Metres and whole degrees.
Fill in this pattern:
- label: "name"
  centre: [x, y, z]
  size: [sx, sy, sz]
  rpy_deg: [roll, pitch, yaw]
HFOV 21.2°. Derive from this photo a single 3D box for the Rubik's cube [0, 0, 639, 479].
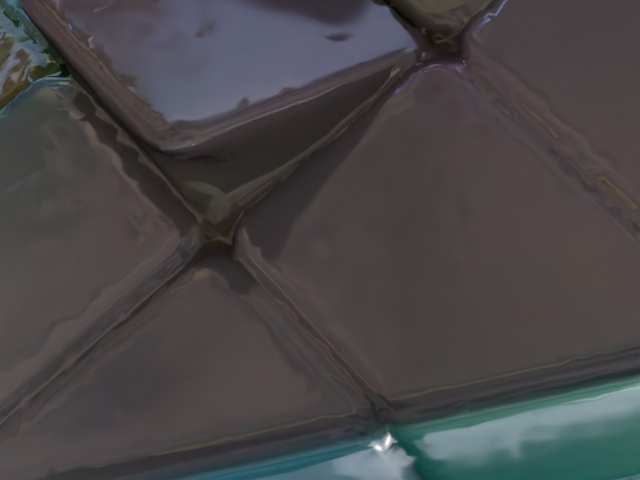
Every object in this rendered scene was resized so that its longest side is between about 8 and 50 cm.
- label: "Rubik's cube"
  centre: [0.000, 0.000, 0.651]
  size: [0.387, 0.358, 0.368]
  rpy_deg: [-11, -118, 9]
